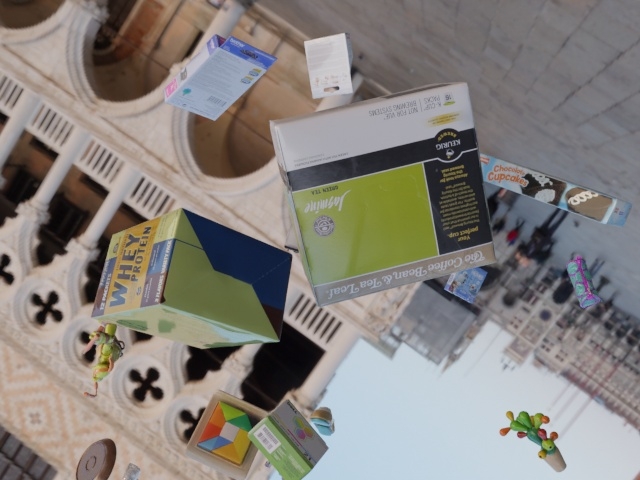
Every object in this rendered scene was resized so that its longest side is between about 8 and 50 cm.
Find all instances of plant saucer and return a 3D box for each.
[{"bbox_3d":[-0.676,0.670,1.913,0.029,0.168,0.168,42,-178,-39],"label":"plant saucer"}]

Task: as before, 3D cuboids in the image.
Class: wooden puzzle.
[{"bbox_3d":[-0.305,0.648,2.149,0.221,0.238,0.044,25,154,1],"label":"wooden puzzle"}]

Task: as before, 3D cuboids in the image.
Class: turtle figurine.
[{"bbox_3d":[-0.530,0.253,1.597,0.087,0.269,0.217,5,-134,-12],"label":"turtle figurine"}]

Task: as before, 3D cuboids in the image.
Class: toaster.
[{"bbox_3d":[0.000,0.000,2.103,0.186,0.110,0.168,16,-171,30],"label":"toaster"}]

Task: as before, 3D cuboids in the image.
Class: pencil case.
[{"bbox_3d":[0.809,0.129,1.974,0.070,0.064,0.151,76,-173,-53],"label":"pencil case"}]

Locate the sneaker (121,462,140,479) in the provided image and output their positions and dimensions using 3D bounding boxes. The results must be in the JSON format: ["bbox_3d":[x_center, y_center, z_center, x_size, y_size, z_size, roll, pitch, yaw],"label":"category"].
[{"bbox_3d":[-0.579,0.735,1.938,0.054,0.152,0.061,20,-138,11],"label":"sneaker"}]

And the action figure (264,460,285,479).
[{"bbox_3d":[-0.176,0.745,2.300,0.285,0.099,0.185,55,-176,-37],"label":"action figure"}]

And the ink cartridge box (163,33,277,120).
[{"bbox_3d":[-0.294,-0.482,1.870,0.186,0.311,0.065,13,-126,-46],"label":"ink cartridge box"}]

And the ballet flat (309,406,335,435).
[{"bbox_3d":[0.009,0.590,2.136,0.080,0.073,0.232,10,153,10],"label":"ballet flat"}]

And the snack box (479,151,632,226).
[{"bbox_3d":[0.493,-0.114,1.397,0.322,0.060,0.187,26,-166,32],"label":"snack box"}]

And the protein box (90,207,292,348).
[{"bbox_3d":[-0.187,0.066,0.940,0.200,0.136,0.201,25,154,-37],"label":"protein box"}]

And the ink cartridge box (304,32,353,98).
[{"bbox_3d":[0.033,-0.541,1.990,0.145,0.179,0.045,-2,-163,28],"label":"ink cartridge box"}]

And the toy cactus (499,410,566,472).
[{"bbox_3d":[0.566,0.526,1.662,0.180,0.112,0.219,53,168,-1],"label":"toy cactus"}]

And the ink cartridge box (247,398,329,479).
[{"bbox_3d":[-0.065,0.550,1.846,0.189,0.097,0.255,47,-156,8],"label":"ink cartridge box"}]

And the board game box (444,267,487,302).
[{"bbox_3d":[0.369,0.102,1.625,0.090,0.090,0.020,27,177,-26],"label":"board game box"}]

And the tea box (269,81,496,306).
[{"bbox_3d":[0.104,-0.092,1.162,0.220,0.329,0.323,-123,20,-76],"label":"tea box"}]
